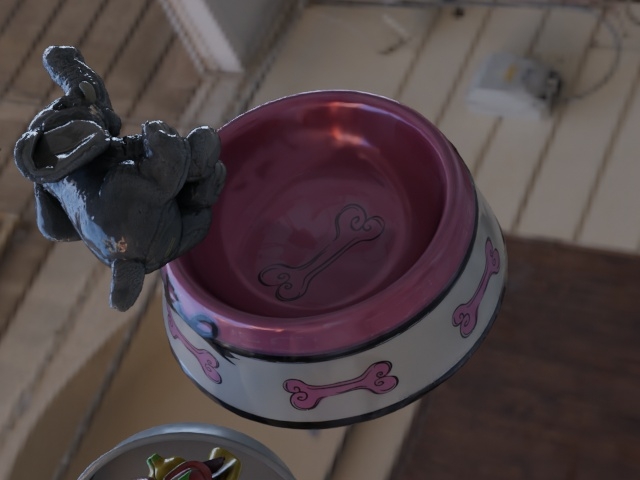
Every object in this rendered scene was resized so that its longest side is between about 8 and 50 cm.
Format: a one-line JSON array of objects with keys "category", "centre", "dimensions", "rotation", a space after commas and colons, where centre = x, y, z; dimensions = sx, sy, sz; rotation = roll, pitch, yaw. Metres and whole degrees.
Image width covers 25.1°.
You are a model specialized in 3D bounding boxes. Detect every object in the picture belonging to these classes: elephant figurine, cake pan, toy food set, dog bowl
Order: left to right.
[{"category": "elephant figurine", "centre": [-0.226, -0.071, 1.407], "dimensions": [0.186, 0.239, 0.169], "rotation": [-31, -40, -61]}, {"category": "toy food set", "centre": [-0.148, 0.244, 1.386], "dimensions": [0.071, 0.128, 0.218], "rotation": [52, -176, -5]}, {"category": "cake pan", "centre": [-0.146, 0.325, 1.650], "dimensions": [0.054, 0.293, 0.293], "rotation": [-88, -9, -61]}, {"category": "dog bowl", "centre": [0.000, 0.000, 1.616], "dimensions": [0.408, 0.408, 0.150], "rotation": [-62, -27, -30]}]
